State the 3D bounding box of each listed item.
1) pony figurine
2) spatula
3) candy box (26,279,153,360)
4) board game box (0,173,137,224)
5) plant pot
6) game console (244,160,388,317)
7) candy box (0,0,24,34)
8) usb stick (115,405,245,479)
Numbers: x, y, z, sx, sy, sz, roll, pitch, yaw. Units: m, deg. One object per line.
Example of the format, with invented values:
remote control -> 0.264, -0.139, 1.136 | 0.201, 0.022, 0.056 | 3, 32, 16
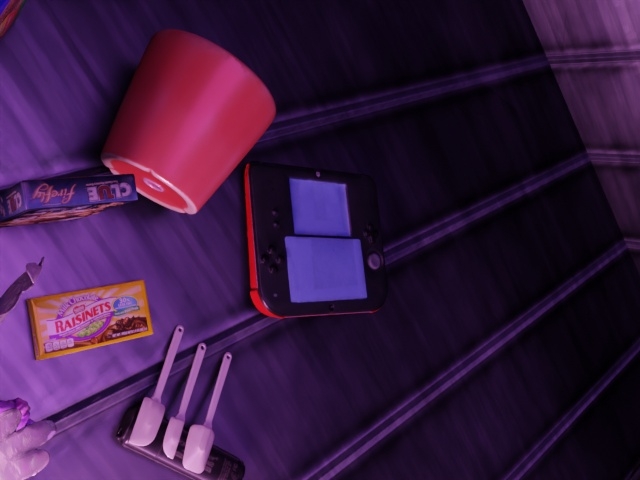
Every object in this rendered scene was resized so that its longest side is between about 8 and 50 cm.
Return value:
pony figurine -> -0.508, 0.198, 0.838 | 0.363, 0.351, 0.303 | 16, 51, -36
spatula -> -0.251, 0.295, 1.214 | 0.168, 0.019, 0.242 | 34, 49, -27
candy box -> -0.401, 0.136, 1.133 | 0.205, 0.027, 0.105 | -9, 86, -41
board game box -> -0.416, -0.059, 1.007 | 0.165, 0.243, 0.042 | -10, 91, -40
plant pot -> -0.251, -0.199, 1.173 | 0.275, 0.274, 0.243 | 37, 72, -31
game console -> 0.000, 0.000, 1.473 | 0.386, 0.060, 0.342 | 2, 82, -41
candy box -> -0.543, -0.303, 0.920 | 0.122, 0.268, 0.317 | 38, 62, -25
usb stick -> -0.255, 0.398, 1.207 | 0.278, 0.045, 0.077 | 39, 51, -29
